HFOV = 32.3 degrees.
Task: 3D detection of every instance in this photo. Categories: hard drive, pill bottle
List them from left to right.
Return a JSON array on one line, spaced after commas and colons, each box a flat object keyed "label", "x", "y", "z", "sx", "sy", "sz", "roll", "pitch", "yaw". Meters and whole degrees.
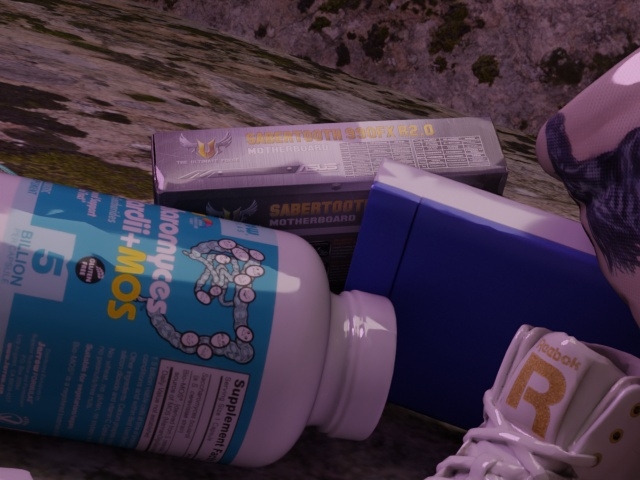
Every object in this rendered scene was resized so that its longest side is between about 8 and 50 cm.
[{"label": "pill bottle", "x": -0.093, "y": 0.053, "z": 0.660, "sx": 0.264, "sy": 0.146, "sz": 0.146, "roll": 12, "pitch": 16, "yaw": -13}, {"label": "hard drive", "x": 0.169, "y": 0.077, "z": 0.721, "sx": 0.318, "sy": 0.210, "sz": 0.040, "roll": 19, "pitch": 50, "yaw": 6}]

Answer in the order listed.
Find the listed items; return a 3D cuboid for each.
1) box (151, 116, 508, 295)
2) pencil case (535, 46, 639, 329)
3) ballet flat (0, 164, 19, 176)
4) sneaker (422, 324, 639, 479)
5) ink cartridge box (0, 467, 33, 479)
[{"label": "box", "x": 0.000, "y": 0.000, "z": 0.778, "sx": 0.230, "sy": 0.183, "sz": 0.056, "roll": -4, "pitch": 50, "yaw": -8}, {"label": "pencil case", "x": 0.264, "y": 0.063, "z": 0.528, "sx": 0.183, "sy": 0.160, "sz": 0.410, "roll": -7, "pitch": 60, "yaw": -37}, {"label": "ballet flat", "x": -0.346, "y": -0.045, "z": 0.902, "sx": 0.247, "sy": 0.083, "sz": 0.087, "roll": 12, "pitch": 1, "yaw": -18}, {"label": "sneaker", "x": 0.073, "y": 0.119, "z": 0.547, "sx": 0.292, "sy": 0.169, "sz": 0.108, "roll": -3, "pitch": 25, "yaw": -46}, {"label": "ink cartridge box", "x": -0.203, "y": 0.119, "z": 0.426, "sx": 0.181, "sy": 0.062, "sz": 0.104, "roll": 9, "pitch": -3, "yaw": -20}]
